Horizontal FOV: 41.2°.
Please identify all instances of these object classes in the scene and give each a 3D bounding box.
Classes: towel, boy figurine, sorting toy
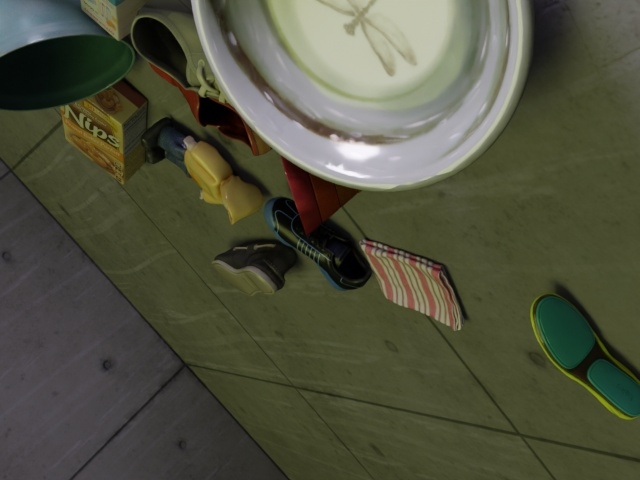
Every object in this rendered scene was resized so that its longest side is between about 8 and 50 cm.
[{"bbox_3d":[0.155,0.075,1.473,0.197,0.029,0.144,20,146,46],"label":"towel"},{"bbox_3d":[-0.231,-0.127,1.707,0.285,0.092,0.177,39,154,22],"label":"boy figurine"},{"bbox_3d":[-0.014,-0.195,1.105,0.127,0.126,0.366,-108,2,-76],"label":"sorting toy"}]

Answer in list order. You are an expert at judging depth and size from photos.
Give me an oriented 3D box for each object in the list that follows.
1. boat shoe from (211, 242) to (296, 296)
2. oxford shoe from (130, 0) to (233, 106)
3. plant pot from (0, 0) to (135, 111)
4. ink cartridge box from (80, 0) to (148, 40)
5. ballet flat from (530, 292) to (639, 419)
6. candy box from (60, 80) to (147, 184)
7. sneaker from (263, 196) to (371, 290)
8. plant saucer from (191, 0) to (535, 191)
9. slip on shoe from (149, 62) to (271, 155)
[{"bbox_3d":[-0.145,0.058,1.900,0.112,0.095,0.335,49,162,-17],"label":"boat shoe"},{"bbox_3d":[-0.108,-0.246,1.246,0.449,0.130,0.169,31,149,25],"label":"oxford shoe"},{"bbox_3d":[-0.508,-0.385,1.541,0.196,0.292,0.293,70,159,8],"label":"plant pot"},{"bbox_3d":[-0.333,-0.408,1.398,0.092,0.090,0.143,41,157,8],"label":"ink cartridge box"},{"bbox_3d":[0.371,0.166,1.214,0.231,0.077,0.077,45,174,-6],"label":"ballet flat"},{"bbox_3d":[-0.481,-0.265,1.885,0.183,0.088,0.316,38,158,3],"label":"candy box"},{"bbox_3d":[0.000,0.000,1.553,0.232,0.081,0.090,42,156,-12],"label":"sneaker"},{"bbox_3d":[0.046,-0.250,0.920,0.400,0.100,0.401,18,130,23],"label":"plant saucer"},{"bbox_3d":[-0.182,-0.245,1.409,0.331,0.101,0.123,35,157,25],"label":"slip on shoe"}]
